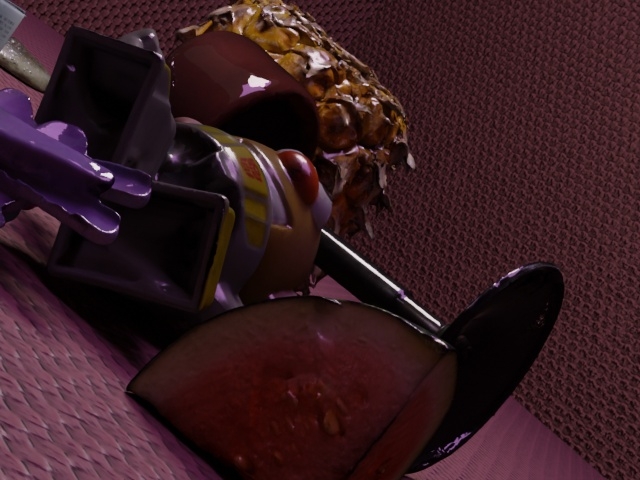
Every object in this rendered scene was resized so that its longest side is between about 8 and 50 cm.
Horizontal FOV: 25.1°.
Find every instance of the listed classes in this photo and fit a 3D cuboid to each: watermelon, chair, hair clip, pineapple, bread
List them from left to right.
[{"bbox_3d":[-0.239,-0.082,0.905,0.278,0.090,0.137,37,32,-3],"label":"hair clip"},{"bbox_3d":[-0.417,-0.252,1.997,0.112,0.036,0.193,38,4,-20],"label":"bread"},{"bbox_3d":[-0.060,-0.111,1.711,0.352,0.300,0.352,42,7,-6],"label":"pineapple"},{"bbox_3d":[-0.018,0.096,0.863,0.145,0.193,0.137,37,47,18],"label":"watermelon"},{"bbox_3d":[0.000,0.000,1.308,0.401,0.226,0.226,40,4,26],"label":"chair"}]

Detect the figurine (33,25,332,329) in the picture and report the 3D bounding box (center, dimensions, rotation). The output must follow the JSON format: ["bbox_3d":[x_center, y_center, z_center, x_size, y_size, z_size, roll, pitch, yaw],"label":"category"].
[{"bbox_3d":[-0.092,-0.019,1.070,0.167,0.343,0.285,-9,-15,18],"label":"figurine"}]

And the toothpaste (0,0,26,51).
[{"bbox_3d":[-0.465,-0.296,1.655,0.071,0.089,0.313,34,1,28],"label":"toothpaste"}]
